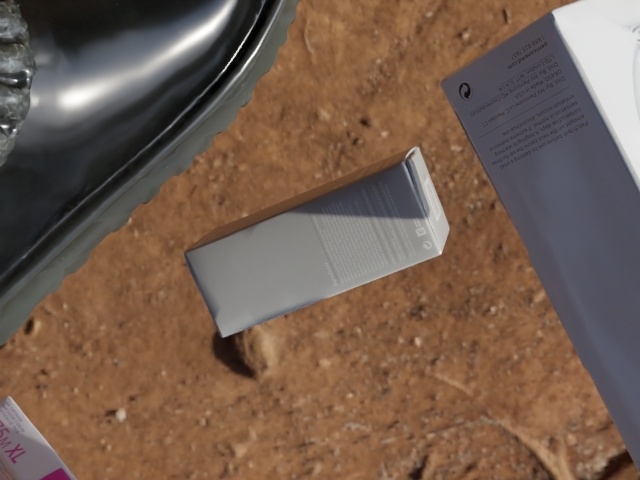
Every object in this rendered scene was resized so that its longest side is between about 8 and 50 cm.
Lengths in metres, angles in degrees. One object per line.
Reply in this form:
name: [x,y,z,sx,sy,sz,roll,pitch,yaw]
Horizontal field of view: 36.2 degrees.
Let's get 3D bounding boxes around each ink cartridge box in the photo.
ink cartridge box: [-0.318,0.349,1.154,0.065,0.186,0.311,-26,136,-31]

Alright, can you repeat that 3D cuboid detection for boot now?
boot: [-0.146,-0.102,0.398,0.348,0.131,0.260,-55,156,-14]

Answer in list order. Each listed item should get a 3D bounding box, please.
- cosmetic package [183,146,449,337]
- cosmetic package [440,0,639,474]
cosmetic package: [0.000,0.000,0.967,0.238,0.107,0.127,-19,-172,13]
cosmetic package: [0.283,-0.036,0.608,0.377,0.284,0.097,-26,180,-37]
